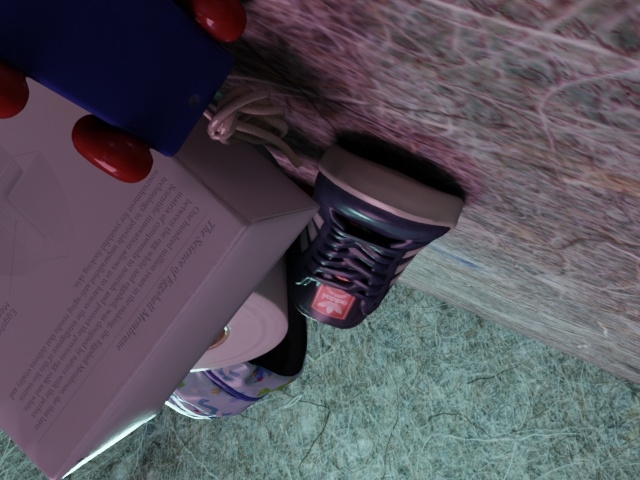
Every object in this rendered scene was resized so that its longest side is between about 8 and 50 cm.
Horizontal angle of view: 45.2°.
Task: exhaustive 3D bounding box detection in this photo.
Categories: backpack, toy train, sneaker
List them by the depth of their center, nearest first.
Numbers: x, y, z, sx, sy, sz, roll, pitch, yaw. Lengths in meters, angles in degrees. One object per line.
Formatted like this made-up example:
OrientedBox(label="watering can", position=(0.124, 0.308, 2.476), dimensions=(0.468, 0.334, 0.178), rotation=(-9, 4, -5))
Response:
OrientedBox(label="toy train", position=(-0.114, -0.105, 0.402), dimensions=(0.143, 0.105, 0.248), rotation=(36, -178, 26))
OrientedBox(label="sneaker", position=(0.033, 0.012, 0.712), dimensions=(0.131, 0.148, 0.350), rotation=(25, 177, 2))
OrientedBox(label="backpack", position=(-0.142, 0.085, 1.132), dimensions=(0.290, 0.273, 0.356), rotation=(44, -168, -40))

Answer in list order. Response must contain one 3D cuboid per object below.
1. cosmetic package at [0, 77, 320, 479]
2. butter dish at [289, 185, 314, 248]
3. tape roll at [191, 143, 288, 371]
OrientedBox(label="cosmetic package", position=(-0.164, -0.006, 0.532), dimensions=(0.224, 0.224, 0.138), rotation=(43, -163, 10))
OrientedBox(label="butter dish", position=(0.000, 0.000, 1.116), dimensions=(0.160, 0.118, 0.160), rotation=(24, 178, 10))
OrientedBox(label="tape roll", position=(-0.155, 0.014, 0.758), dimensions=(0.246, 0.169, 0.246), rotation=(-2, 152, -1))
